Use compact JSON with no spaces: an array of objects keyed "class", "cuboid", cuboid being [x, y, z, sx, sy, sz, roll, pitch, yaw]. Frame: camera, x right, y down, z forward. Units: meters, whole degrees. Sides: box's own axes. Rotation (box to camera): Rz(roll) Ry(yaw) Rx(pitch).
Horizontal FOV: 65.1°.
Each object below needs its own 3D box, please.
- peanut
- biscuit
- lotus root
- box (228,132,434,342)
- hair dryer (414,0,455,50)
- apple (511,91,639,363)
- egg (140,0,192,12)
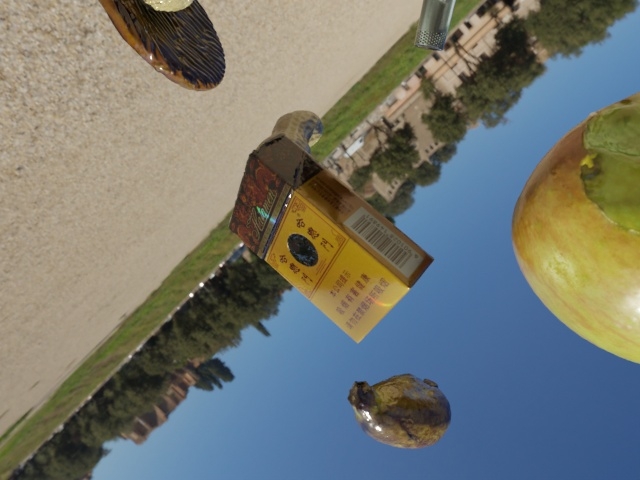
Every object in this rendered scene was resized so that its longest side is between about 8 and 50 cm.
[{"class":"peanut","cuboid":[-0.076,-0.255,1.325,0.120,0.136,0.298,-56,-174,46]},{"class":"biscuit","cuboid":[-0.304,-0.439,0.991,0.040,0.318,0.318,-27,-165,25]},{"class":"lotus root","cuboid":[0.095,0.220,0.646,0.108,0.190,0.095,-7,-106,37]},{"class":"box","cuboid":[0.000,-0.001,1.072,0.116,0.415,0.264,-42,169,-37]},{"class":"hair dryer","cuboid":[0.289,-0.523,0.892,0.284,0.155,0.321,17,-76,57]},{"class":"apple","cuboid":[0.421,-0.013,0.616,0.339,0.339,0.339,-44,-173,7]},{"class":"egg","cuboid":[-0.273,-0.469,0.890,0.118,0.116,0.140,6,-117,55]}]
